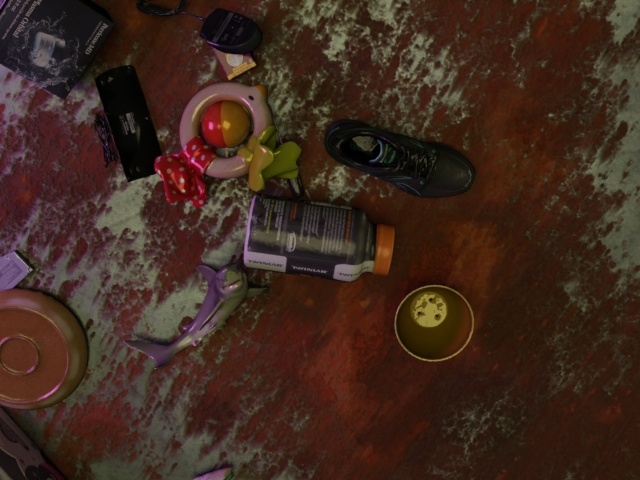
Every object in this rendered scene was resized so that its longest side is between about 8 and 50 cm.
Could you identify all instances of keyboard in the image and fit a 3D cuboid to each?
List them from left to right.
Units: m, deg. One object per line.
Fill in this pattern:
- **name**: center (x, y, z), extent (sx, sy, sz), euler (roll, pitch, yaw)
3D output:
- **keyboard**: center (-0.341, -0.198, 1.547), extent (0.100, 0.038, 0.192), euler (-19, 100, -19)

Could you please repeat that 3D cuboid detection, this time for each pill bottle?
- **pill bottle**: center (0.000, 0.000, 1.521), extent (0.246, 0.130, 0.130), euler (8, 101, 0)

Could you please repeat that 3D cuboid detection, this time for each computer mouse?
- **computer mouse**: center (-0.198, -0.355, 1.471), extent (0.242, 0.041, 0.071), euler (25, 75, 21)

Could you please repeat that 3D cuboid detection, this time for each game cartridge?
- **game cartridge**: center (-0.559, 0.058, 1.603), extent (0.083, 0.017, 0.056), euler (-40, 101, 8)

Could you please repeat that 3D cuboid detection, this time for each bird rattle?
- **bird rattle**: center (-0.162, -0.162, 1.518), extent (0.253, 0.143, 0.207), euler (-5, 82, 22)

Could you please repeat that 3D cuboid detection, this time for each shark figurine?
- **shark figurine**: center (-0.210, 0.108, 1.581), extent (0.278, 0.166, 0.116), euler (-46, 71, 26)

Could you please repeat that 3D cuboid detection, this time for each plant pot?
- **plant pot**: center (-0.539, 0.203, 1.615), extent (0.236, 0.032, 0.236), euler (0, 105, 0)
- **plant pot**: center (0.193, 0.132, 1.561), extent (0.134, 0.095, 0.134), euler (0, 101, 2)

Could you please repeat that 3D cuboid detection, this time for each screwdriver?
- **screwdriver**: center (-0.059, -0.155, 1.552), extent (0.025, 0.024, 0.170), euler (-16, 94, -26)

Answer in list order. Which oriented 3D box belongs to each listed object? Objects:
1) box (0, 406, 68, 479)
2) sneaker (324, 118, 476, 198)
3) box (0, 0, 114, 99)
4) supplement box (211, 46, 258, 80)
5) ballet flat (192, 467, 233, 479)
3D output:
- **box**: center (-0.565, 0.445, 1.604), extent (0.142, 0.163, 0.247), euler (-37, 98, 4)
- **sneaker**: center (0.134, -0.129, 1.507), extent (0.267, 0.106, 0.101), euler (14, 100, -3)
- **box**: center (-0.446, -0.341, 1.454), extent (0.158, 0.093, 0.156), euler (30, 102, -34)
- **supplement box**: center (-0.147, -0.317, 1.506), extent (0.055, 0.043, 0.083), euler (-28, 98, 7)
- **ballet flat**: center (-0.231, 0.470, 1.658), extent (0.052, 0.057, 0.168), euler (42, 99, 3)
